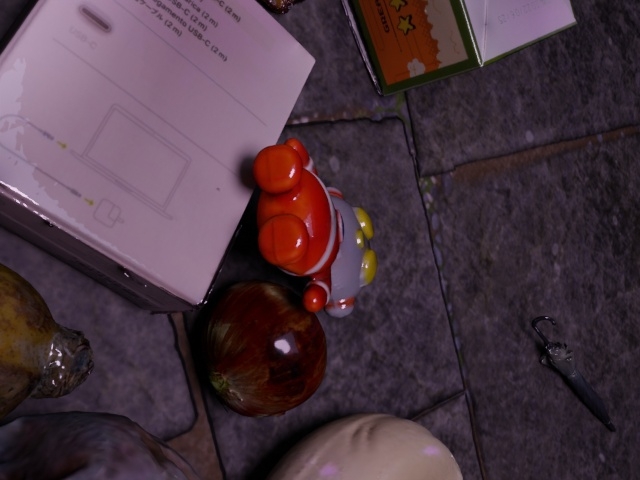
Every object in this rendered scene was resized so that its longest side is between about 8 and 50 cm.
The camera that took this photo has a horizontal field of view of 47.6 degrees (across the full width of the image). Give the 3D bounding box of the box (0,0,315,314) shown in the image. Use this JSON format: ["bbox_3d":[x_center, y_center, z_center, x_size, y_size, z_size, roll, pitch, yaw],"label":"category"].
[{"bbox_3d":[-0.141,-0.100,0.553,0.203,0.106,0.251,36,65,-30],"label":"box"}]

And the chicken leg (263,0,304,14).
[{"bbox_3d":[-0.046,-0.238,0.701,0.083,0.021,0.036,13,67,-38],"label":"chicken leg"}]

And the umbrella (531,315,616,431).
[{"bbox_3d":[0.327,0.180,0.950,0.269,0.044,0.044,51,31,-33],"label":"umbrella"}]

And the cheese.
[{"bbox_3d":[0.041,0.290,0.635,0.233,0.127,0.265,0,88,-49],"label":"cheese"}]

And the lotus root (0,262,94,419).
[{"bbox_3d":[-0.244,0.061,0.448,0.210,0.120,0.120,18,73,-33],"label":"lotus root"}]

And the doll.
[{"bbox_3d":[0.000,0.000,0.621,0.245,0.076,0.142,39,45,-68],"label":"doll"}]

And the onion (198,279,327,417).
[{"bbox_3d":[-0.044,0.089,0.610,0.117,0.119,0.118,53,56,-18],"label":"onion"}]

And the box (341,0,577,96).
[{"bbox_3d":[0.143,-0.274,0.776,0.195,0.148,0.177,-31,106,-37],"label":"box"}]

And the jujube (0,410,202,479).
[{"bbox_3d":[-0.133,0.262,0.456,0.226,0.226,0.316,-42,116,-34],"label":"jujube"}]
